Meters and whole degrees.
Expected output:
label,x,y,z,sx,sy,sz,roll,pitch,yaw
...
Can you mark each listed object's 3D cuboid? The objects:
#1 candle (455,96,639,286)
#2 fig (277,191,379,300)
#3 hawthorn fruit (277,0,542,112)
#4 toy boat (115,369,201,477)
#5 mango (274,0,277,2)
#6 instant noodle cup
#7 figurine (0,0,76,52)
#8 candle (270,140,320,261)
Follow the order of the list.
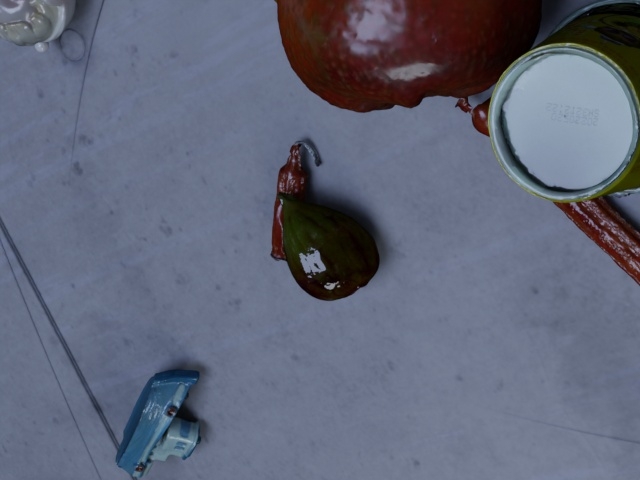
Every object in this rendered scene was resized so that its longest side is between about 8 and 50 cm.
label,x,y,z,sx,sy,sz,roll,pitch,yaw
candle,0.276,-0.053,1.520,0.329,0.048,0.051,46,169,8
fig,0.000,0.000,1.686,0.103,0.109,0.155,-37,82,42
hawthorn fruit,0.097,-0.271,1.401,0.275,0.275,0.300,21,113,24
toy boat,-0.220,0.264,1.975,0.102,0.088,0.215,18,125,-14
mango,0.004,-0.326,1.550,0.163,0.089,0.111,-27,90,32
instant noodle cup,0.271,-0.130,1.354,0.215,0.236,0.216,7,106,27
figurine,-0.381,-0.362,1.766,0.182,0.144,0.257,17,118,3
candle,-0.033,-0.049,1.722,0.048,0.053,0.162,17,117,20
